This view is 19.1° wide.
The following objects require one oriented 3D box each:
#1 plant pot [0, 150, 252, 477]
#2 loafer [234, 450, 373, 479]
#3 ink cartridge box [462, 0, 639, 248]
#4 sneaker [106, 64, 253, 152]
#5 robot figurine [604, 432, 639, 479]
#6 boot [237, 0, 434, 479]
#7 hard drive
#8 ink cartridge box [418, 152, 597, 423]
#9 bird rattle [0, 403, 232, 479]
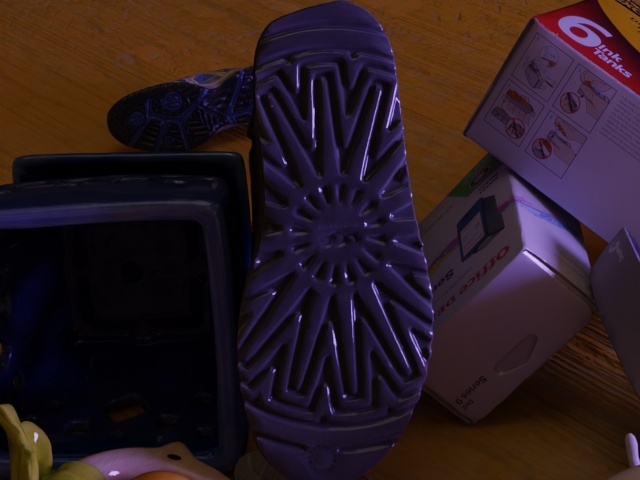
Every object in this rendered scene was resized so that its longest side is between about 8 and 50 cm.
[{"bbox_3d":[-0.168,0.047,1.579,0.236,0.236,0.212,-1,21,8],"label":"plant pot"},{"bbox_3d":[-0.008,0.195,1.474,0.125,0.039,0.045,9,63,30],"label":"loafer"},{"bbox_3d":[0.325,-0.077,1.654,0.309,0.130,0.272,38,29,16],"label":"ink cartridge box"},{"bbox_3d":[-0.135,-0.145,2.116,0.211,0.080,0.081,-12,7,-14],"label":"sneaker"},{"bbox_3d":[0.248,0.261,1.095,0.300,0.200,0.353,-47,44,3],"label":"robot figurine"},{"bbox_3d":[0.000,-0.002,1.614,0.146,0.367,0.445,3,0,-4],"label":"boot"},{"bbox_3d":[0.277,0.113,1.445,0.054,0.172,0.255,-31,27,11],"label":"hard drive"},{"bbox_3d":[0.144,0.032,1.613,0.093,0.154,0.212,36,23,-19],"label":"ink cartridge box"},{"bbox_3d":[-0.135,0.210,1.365,0.207,0.143,0.253,-13,29,-36],"label":"bird rattle"}]
